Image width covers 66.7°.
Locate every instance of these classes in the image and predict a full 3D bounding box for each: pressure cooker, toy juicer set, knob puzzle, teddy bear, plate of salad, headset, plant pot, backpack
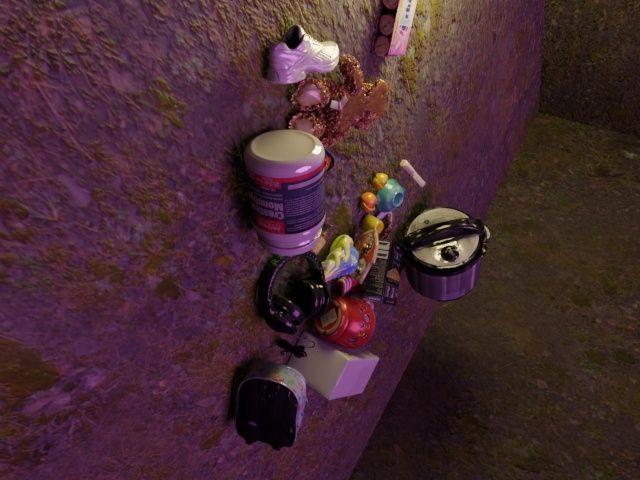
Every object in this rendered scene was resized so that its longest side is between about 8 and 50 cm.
[{"bbox_3d":[0.575,0.048,2.273,0.369,0.376,0.420,-51,150,-19],"label":"pressure cooker"},{"bbox_3d":[0.255,-0.195,1.847,0.329,0.090,0.209,-45,134,-18],"label":"toy juicer set"},{"bbox_3d":[0.149,0.042,1.778,0.030,0.213,0.213,24,92,-25],"label":"knob puzzle"},{"bbox_3d":[0.037,-0.370,1.322,0.338,0.113,0.245,-37,135,-29],"label":"teddy bear"},{"bbox_3d":[0.251,-0.035,1.998,0.200,0.048,0.199,-39,142,-39],"label":"plate of salad"},{"bbox_3d":[-0.097,0.205,1.549,0.243,0.185,0.393,-29,121,-40],"label":"headset"},{"bbox_3d":[0.080,0.295,1.813,0.174,0.191,0.191,25,90,-42],"label":"plant pot"},{"bbox_3d":[-0.155,0.513,1.569,0.191,0.225,0.253,-60,157,-61],"label":"backpack"}]

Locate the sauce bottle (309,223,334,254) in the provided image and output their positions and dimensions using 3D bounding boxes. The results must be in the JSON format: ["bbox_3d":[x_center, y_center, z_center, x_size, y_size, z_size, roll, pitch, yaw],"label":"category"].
[{"bbox_3d":[0.000,0.000,1.601,0.128,0.042,0.042,-50,149,-23],"label":"sauce bottle"}]

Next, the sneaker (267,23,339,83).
[{"bbox_3d":[-0.033,-0.447,1.137,0.232,0.090,0.115,-40,140,-40],"label":"sneaker"}]

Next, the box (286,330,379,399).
[{"bbox_3d":[0.054,0.482,1.901,0.168,0.215,0.345,-63,152,0],"label":"box"}]

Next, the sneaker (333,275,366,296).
[{"bbox_3d":[0.110,0.173,1.924,0.128,0.087,0.221,-35,154,-5],"label":"sneaker"}]

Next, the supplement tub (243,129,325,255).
[{"bbox_3d":[-0.084,-0.117,1.203,0.191,0.191,0.272,-40,143,-38],"label":"supplement tub"}]

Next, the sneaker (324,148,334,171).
[{"bbox_3d":[-0.013,-0.218,1.360,0.215,0.083,0.084,-8,118,-59],"label":"sneaker"}]

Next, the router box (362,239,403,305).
[{"bbox_3d":[0.262,0.137,1.978,0.309,0.081,0.242,28,71,-69],"label":"router box"}]

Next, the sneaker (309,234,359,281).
[{"bbox_3d":[0.062,0.100,1.691,0.126,0.091,0.240,45,67,-22],"label":"sneaker"}]

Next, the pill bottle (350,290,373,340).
[{"bbox_3d":[0.161,0.314,2.053,0.117,0.117,0.214,-37,142,-41],"label":"pill bottle"}]

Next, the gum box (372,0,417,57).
[{"bbox_3d":[0.217,-0.637,1.432,0.107,0.062,0.188,-26,134,-50],"label":"gum box"}]
